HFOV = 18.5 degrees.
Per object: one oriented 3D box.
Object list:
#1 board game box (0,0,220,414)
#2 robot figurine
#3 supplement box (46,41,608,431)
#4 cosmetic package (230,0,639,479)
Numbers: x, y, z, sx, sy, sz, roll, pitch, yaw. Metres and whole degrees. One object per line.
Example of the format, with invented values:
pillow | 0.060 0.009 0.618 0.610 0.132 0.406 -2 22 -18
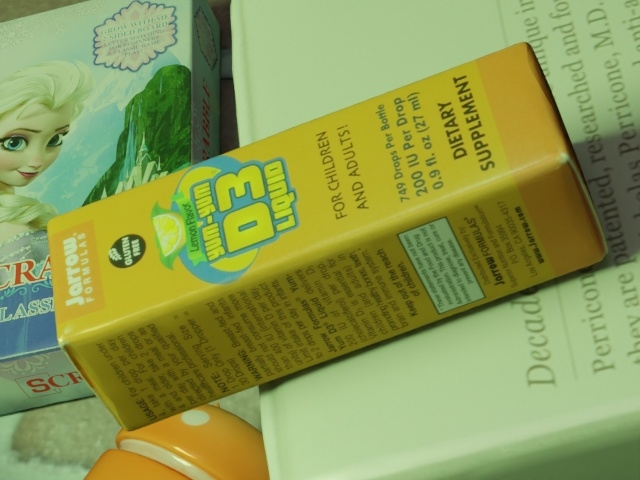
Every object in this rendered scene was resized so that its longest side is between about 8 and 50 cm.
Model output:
board game box | -0.228 -0.023 1.397 0.319 0.066 0.318 -13 51 12
robot figurine | -0.097 0.186 1.149 0.128 0.158 0.219 30 68 12
supplement box | 0.000 0.000 0.858 0.233 0.080 0.078 -22 49 9
cosmetic package | 0.195 0.030 1.022 0.394 0.329 0.327 -16 52 10
